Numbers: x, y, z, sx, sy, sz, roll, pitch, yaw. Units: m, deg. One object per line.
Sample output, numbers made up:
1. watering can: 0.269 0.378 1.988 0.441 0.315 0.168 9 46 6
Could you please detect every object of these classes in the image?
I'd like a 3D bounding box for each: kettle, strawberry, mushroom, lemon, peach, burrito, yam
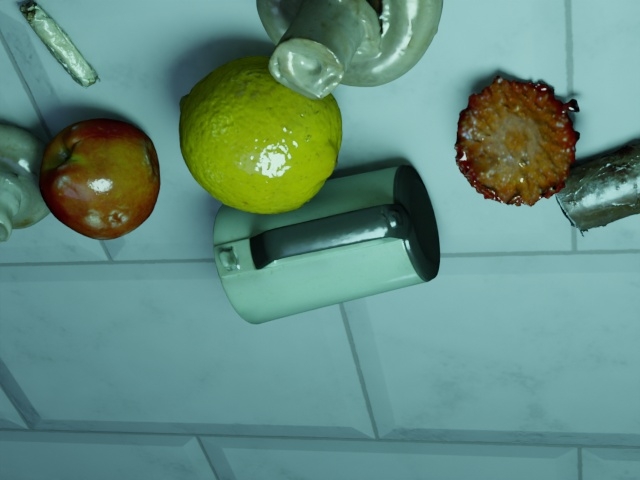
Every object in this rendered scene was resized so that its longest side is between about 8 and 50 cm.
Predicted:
1. kettle: 0.000 0.000 1.759 0.376 0.250 0.361 -13 171 21
2. strawberry: 0.317 -0.159 1.652 0.234 0.234 0.178 22 167 -9
3. mushroom: -0.633 -0.099 1.870 0.243 0.243 0.243 7 136 7
4. lemon: -0.100 -0.178 1.634 0.293 0.293 0.293 7 136 7
5. peach: -0.411 -0.120 1.820 0.243 0.199 0.243 -21 133 -24
6. mushroom: 0.034 -0.341 1.416 0.292 0.290 0.292 8 129 11
7. burrito: -0.465 -0.348 1.713 0.045 0.041 0.185 -40 124 -8
8. yam: 0.549 -0.105 1.658 0.279 0.131 0.131 -20 127 28
